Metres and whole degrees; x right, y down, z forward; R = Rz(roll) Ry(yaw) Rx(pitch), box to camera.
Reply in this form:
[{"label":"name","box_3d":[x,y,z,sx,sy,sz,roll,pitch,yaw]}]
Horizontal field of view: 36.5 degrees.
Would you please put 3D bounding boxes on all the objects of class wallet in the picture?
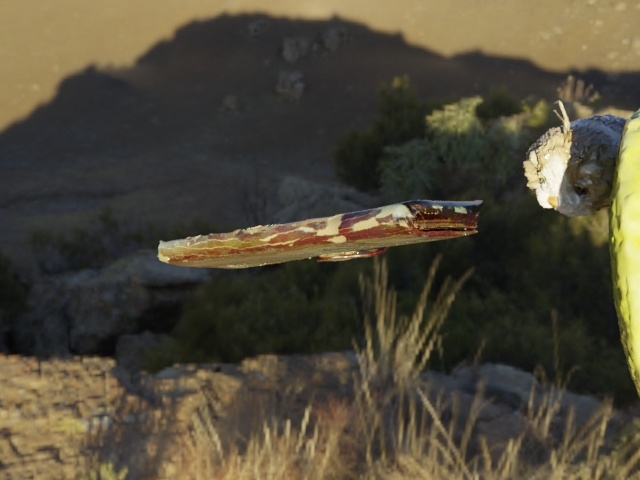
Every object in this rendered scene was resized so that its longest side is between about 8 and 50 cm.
[{"label":"wallet","box_3d":[0.000,0.000,0.730,0.232,0.031,0.122,-10,-7,34]}]

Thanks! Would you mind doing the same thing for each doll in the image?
[{"label":"doll","box_3d":[0.309,-0.079,1.043,0.221,0.115,0.105,3,9,-44]}]

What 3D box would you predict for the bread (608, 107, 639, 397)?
[{"label":"bread","box_3d":[0.428,0.035,0.852,0.307,0.348,0.348,-2,16,31]}]
